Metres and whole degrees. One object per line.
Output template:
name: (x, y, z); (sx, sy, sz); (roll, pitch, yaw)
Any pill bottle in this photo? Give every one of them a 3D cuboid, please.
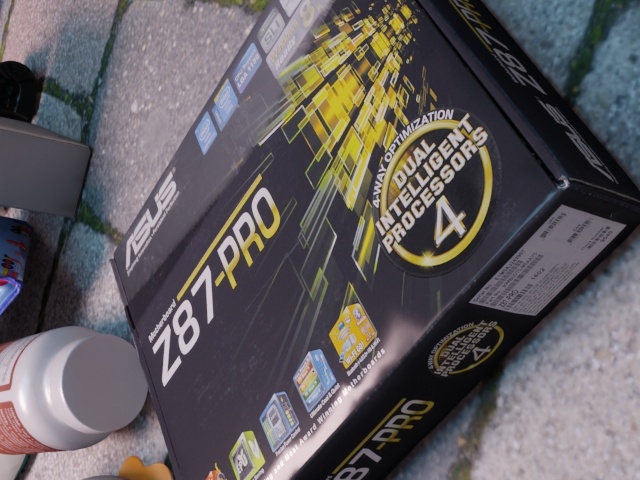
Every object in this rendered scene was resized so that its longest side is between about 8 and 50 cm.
pill bottle: (-0.268, 0.151, 0.969); (0.216, 0.121, 0.121); (-16, 70, 47)

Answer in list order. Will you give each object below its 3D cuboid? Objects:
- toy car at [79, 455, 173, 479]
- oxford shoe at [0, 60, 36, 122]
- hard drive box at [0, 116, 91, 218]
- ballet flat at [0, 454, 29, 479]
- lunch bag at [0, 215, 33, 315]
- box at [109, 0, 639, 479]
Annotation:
toy car: (-0.230, 0.274, 0.882); (0.238, 0.219, 0.210); (-40, 47, 1)
oxford shoe: (-0.435, -0.124, 1.266); (0.096, 0.083, 0.227); (19, 87, 57)
hard drive box: (-0.412, -0.103, 1.107); (0.181, 0.232, 0.089); (22, 100, 50)
ballet flat: (-0.492, 0.293, 1.192); (0.400, 0.139, 0.139); (-33, 59, 41)
lunch bag: (-0.457, 0.111, 1.103); (0.293, 0.138, 0.221); (-60, 20, 9)
box: (0.000, 0.000, 0.708); (0.395, 0.097, 0.318); (-52, 44, 30)
